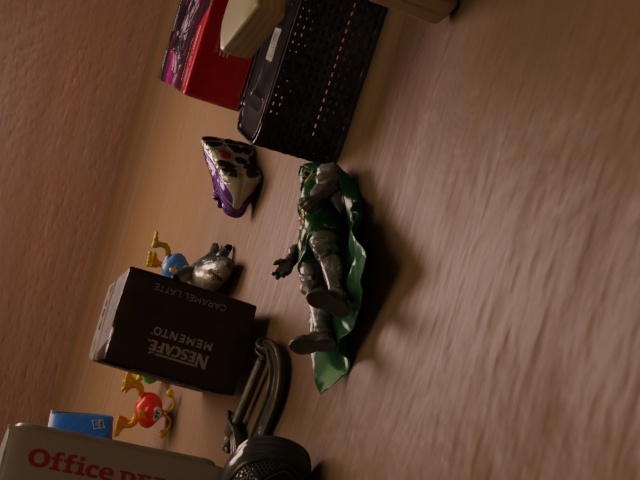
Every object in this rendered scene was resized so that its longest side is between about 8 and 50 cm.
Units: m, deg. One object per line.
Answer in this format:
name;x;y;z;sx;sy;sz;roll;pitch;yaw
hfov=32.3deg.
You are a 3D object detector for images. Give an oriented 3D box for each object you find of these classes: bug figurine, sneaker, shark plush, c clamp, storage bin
bug figurine;-0.219;0.125;1.509;0.216;0.072;0.279;-147;69;-79
sneaker;-0.120;-0.081;1.381;0.170;0.068;0.071;-110;33;-62
shark plush;-0.126;0.035;1.371;0.067;0.073;0.161;-52;-1;9
sneaker;-0.075;0.273;0.877;0.227;0.087;0.130;-58;16;31
c clamp;-0.069;0.157;1.073;0.137;0.022;0.160;-100;29;-55
storage bin;-0.011;-0.174;1.071;0.122;0.084;0.180;-131;57;-71

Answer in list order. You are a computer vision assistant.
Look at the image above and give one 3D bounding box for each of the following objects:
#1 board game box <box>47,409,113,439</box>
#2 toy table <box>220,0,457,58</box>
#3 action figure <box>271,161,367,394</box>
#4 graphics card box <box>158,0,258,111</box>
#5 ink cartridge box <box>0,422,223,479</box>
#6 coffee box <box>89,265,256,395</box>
board game box;-0.331;0.440;1.450;0.308;0.086;0.302;-95;12;-49
toy table;-0.007;-0.267;0.828;0.252;0.274;0.161;125;147;-58
action figure;0.000;0.000;0.931;0.232;0.063;0.137;-94;22;-56
graphics card box;-0.158;-0.332;1.678;0.371;0.094;0.233;-136;63;-72
ink cartridge box;-0.237;0.360;1.088;0.129;0.223;0.307;134;147;-60
coffee box;-0.169;0.104;1.213;0.246;0.141;0.098;154;132;-74
